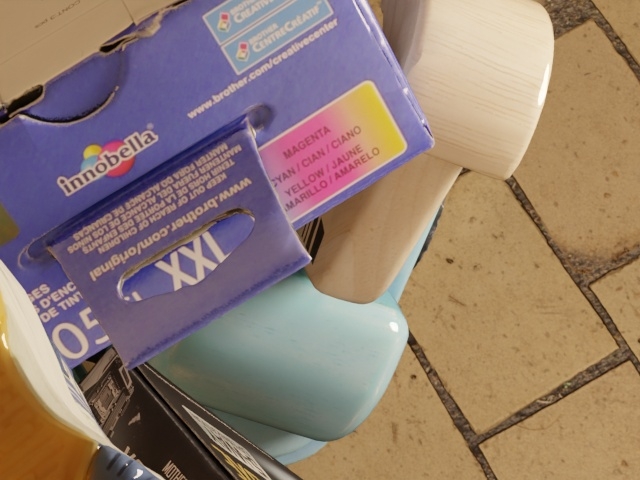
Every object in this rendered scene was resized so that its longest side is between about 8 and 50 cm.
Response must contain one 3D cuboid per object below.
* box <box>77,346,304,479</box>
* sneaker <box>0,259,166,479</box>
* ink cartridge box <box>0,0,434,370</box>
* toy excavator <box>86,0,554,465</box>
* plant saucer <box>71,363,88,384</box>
[{"bbox_3d":[-0.001,0.212,1.059,0.307,0.076,0.242,42,-1,-42],"label":"box"},{"bbox_3d":[-0.091,0.103,0.598,0.296,0.112,0.131,60,-2,19],"label":"sneaker"},{"bbox_3d":[-0.122,-0.090,0.932,0.151,0.270,0.395,59,0,-33],"label":"ink cartridge box"},{"bbox_3d":[0.000,0.000,1.177,0.222,0.432,0.445,19,17,-14],"label":"toy excavator"},{"bbox_3d":[-0.142,0.153,1.285,0.192,0.018,0.067,62,-2,-25],"label":"plant saucer"}]
